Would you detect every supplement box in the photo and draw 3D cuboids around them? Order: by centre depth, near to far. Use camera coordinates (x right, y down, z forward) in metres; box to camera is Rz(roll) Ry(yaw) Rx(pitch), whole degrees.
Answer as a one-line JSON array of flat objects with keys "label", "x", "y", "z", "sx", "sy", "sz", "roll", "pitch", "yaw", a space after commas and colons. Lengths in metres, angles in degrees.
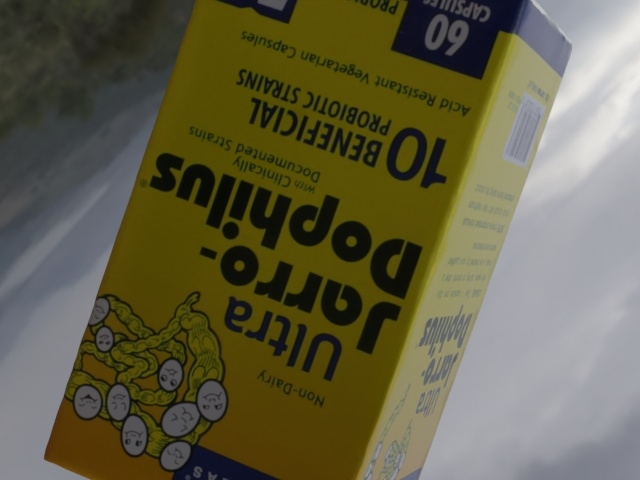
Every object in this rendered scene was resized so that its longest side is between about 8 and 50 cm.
[{"label": "supplement box", "x": 0.000, "y": 0.000, "z": 0.925, "sx": 0.357, "sy": 0.194, "sz": 0.195, "roll": -71, "pitch": 163, "yaw": 4}]
